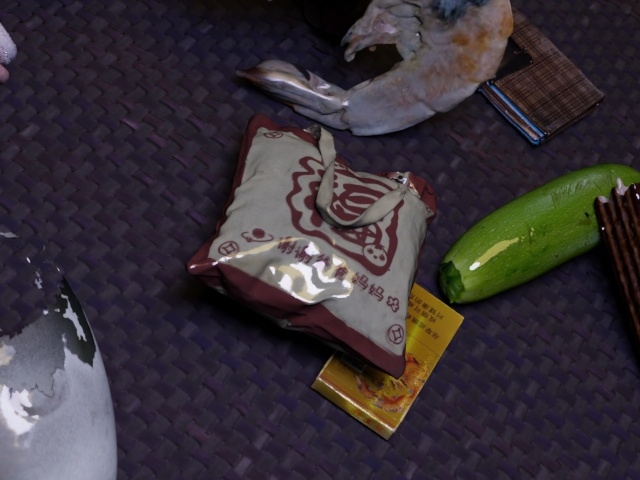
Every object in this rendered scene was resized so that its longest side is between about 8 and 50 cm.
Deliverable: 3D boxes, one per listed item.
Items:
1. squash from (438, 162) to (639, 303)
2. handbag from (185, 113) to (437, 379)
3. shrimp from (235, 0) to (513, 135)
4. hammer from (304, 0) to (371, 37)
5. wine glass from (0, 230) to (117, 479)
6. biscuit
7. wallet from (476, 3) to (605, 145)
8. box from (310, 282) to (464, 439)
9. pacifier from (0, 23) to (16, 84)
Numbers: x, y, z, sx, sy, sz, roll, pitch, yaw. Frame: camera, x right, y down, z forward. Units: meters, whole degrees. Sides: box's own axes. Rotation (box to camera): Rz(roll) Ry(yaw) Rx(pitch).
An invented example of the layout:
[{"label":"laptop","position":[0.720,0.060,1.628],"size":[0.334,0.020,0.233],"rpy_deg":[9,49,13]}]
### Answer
[{"label":"squash","position":[0.234,-0.015,1.379],"size":[0.292,0.082,0.082],"rpy_deg":[-24,70,-33]},{"label":"handbag","position":[0.000,0.000,1.252],"size":[0.213,0.127,0.235],"rpy_deg":[25,40,-7]},{"label":"shrimp","position":[0.008,-0.223,1.345],"size":[0.360,0.247,0.085],"rpy_deg":[12,31,-2]},{"label":"hammer","position":[-0.064,-0.416,1.475],"size":[0.095,0.242,0.409],"rpy_deg":[-26,54,-31]},{"label":"wine glass","position":[-0.223,0.184,1.003],"size":[0.190,0.190,0.357],"rpy_deg":[-12,68,-28]},{"label":"biscuit","position":[0.356,0.046,1.346],"size":[0.106,0.070,0.252],"rpy_deg":[-14,86,-29]},{"label":"wallet","position":[0.203,-0.212,1.524],"size":[0.124,0.042,0.230],"rpy_deg":[-34,77,-38]},{"label":"box","position":[0.064,0.103,1.270],"size":[0.089,0.022,0.156],"rpy_deg":[33,52,3]},{"label":"pacifier","position":[-0.409,-0.206,1.161],"size":[0.332,0.220,0.273],"rpy_deg":[32,49,30]}]
